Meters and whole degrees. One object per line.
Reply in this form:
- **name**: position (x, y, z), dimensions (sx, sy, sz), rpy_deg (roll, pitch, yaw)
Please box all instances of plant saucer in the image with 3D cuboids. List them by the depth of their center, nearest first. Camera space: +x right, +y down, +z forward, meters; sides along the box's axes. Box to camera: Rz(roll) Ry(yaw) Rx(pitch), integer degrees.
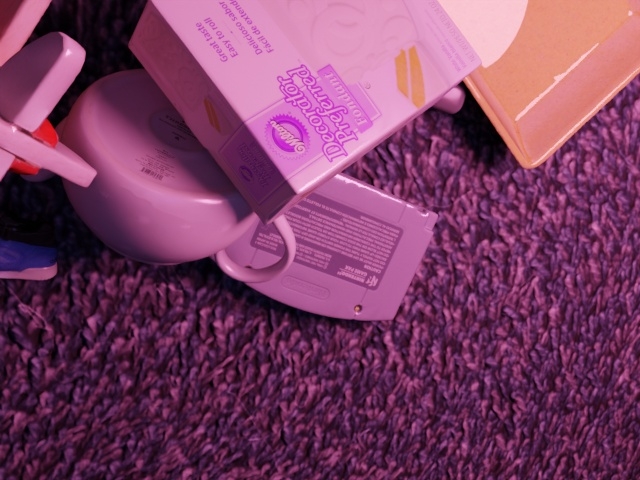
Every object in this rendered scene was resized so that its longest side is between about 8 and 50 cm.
- **plant saucer**: position (0.299, -0.323, 1.020), dimensions (0.333, 0.081, 0.333), rpy_deg (-43, 114, -3)

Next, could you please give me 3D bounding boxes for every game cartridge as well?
- **game cartridge**: position (0.000, 0.000, 1.031), dimensions (0.294, 0.060, 0.196), rpy_deg (21, 95, -23)

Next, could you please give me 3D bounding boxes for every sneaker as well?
- **sneaker**: position (-0.392, 0.004, 0.894), dimensions (0.152, 0.058, 0.084), rpy_deg (0, 112, -23)

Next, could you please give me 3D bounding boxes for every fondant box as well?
- **fondant box**: position (-0.003, -0.206, 0.833), dimensions (0.330, 0.096, 0.238), rpy_deg (-38, 92, -32)

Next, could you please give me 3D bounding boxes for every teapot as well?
- **teapot**: position (-0.182, -0.060, 0.877), dimensions (0.253, 0.256, 0.187), rpy_deg (-11, 145, -37)

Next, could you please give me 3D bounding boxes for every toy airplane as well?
- **toy airplane**: position (-0.361, -0.167, 0.740), dimensions (0.386, 0.272, 0.384), rpy_deg (-9, 83, 7)

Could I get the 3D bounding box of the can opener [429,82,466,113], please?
- **can opener**: position (0.066, -0.239, 0.969), dimensions (0.280, 0.074, 0.093), rpy_deg (20, 98, -23)
